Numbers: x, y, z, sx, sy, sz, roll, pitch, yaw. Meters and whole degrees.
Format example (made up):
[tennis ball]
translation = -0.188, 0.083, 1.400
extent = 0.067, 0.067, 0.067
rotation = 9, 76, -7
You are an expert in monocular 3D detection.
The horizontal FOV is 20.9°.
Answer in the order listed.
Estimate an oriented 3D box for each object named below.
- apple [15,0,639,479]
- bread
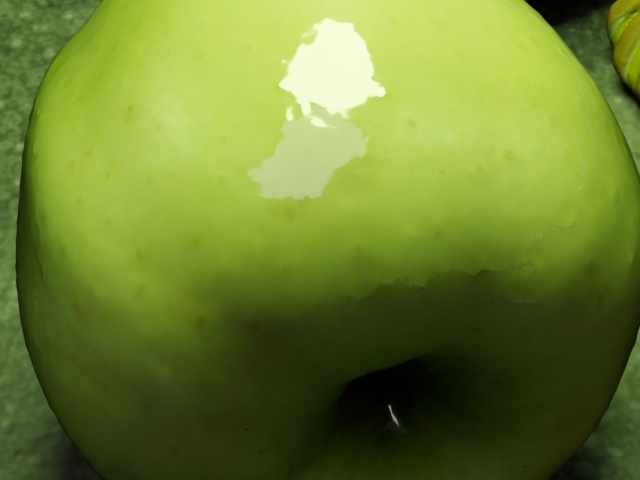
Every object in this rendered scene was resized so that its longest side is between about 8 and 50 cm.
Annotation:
[apple]
translation = 0.000, 0.000, 0.947
extent = 0.357, 0.357, 0.357
rotation = -3, 54, 4
[bread]
translation = 0.243, -0.147, 1.190
extent = 0.094, 0.083, 0.157
rotation = 4, 55, 24
